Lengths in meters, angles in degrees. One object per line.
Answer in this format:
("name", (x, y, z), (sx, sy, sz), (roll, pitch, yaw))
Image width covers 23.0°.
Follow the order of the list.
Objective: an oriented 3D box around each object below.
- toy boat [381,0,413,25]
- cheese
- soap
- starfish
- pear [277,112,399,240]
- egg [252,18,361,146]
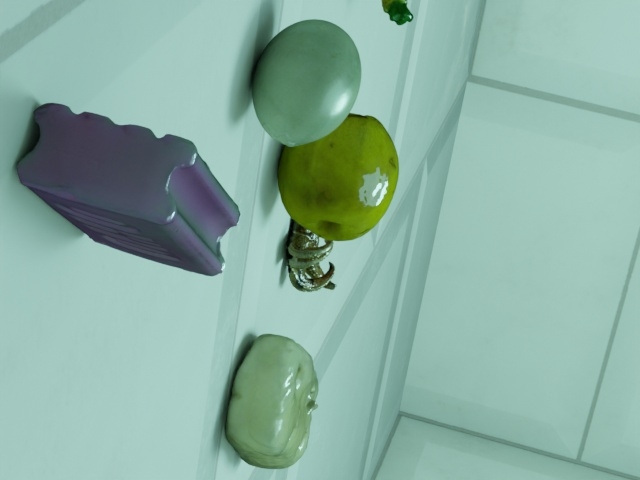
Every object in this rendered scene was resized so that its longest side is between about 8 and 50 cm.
("toy boat", (0.111, -0.389, 2.163), (0.089, 0.088, 0.230), (90, 17, -59))
("cheese", (-0.059, 0.216, 2.088), (0.263, 0.093, 0.159), (70, 34, -72))
("soap", (-0.138, -0.034, 1.171), (0.203, 0.122, 0.066), (57, 50, -76))
("starfish", (0.001, 0.001, 2.157), (0.190, 0.074, 0.146), (84, 24, -64))
("pear", (0.022, -0.084, 1.932), (0.149, 0.148, 0.162), (66, 33, -75))
("egg", (-0.016, -0.169, 1.688), (0.114, 0.114, 0.152), (88, 20, -60))
